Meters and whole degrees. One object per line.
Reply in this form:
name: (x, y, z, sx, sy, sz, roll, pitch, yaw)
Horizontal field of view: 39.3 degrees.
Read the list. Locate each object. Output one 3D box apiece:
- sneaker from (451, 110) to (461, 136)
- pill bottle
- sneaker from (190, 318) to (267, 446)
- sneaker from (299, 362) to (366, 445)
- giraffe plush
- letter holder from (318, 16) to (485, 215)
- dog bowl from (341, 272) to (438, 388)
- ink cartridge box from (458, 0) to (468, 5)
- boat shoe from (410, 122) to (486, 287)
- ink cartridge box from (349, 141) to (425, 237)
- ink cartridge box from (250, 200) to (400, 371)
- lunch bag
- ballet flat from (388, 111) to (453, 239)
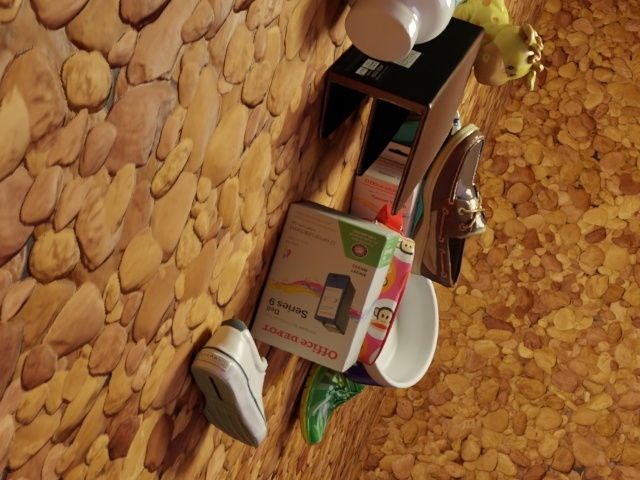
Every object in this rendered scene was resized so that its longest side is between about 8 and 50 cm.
sneaker: (0.256, -0.175, 2.019, 0.182, 0.128, 0.315, -31, 138, -66)
pill bottle: (0.124, -0.361, 1.175, 0.146, 0.146, 0.264, 86, 28, -60)
sneaker: (-0.104, 0.197, 1.204, 0.091, 0.094, 0.258, -57, 162, -29)
sneaker: (0.041, 0.291, 1.862, 0.109, 0.124, 0.295, 66, 47, -72)
giraffe plush: (0.290, -0.325, 1.505, 0.210, 0.170, 0.181, -47, 146, 17)
letter holder: (0.119, -0.205, 1.384, 0.302, 0.152, 0.214, -54, 162, -49)
dog bowl: (0.127, 0.161, 1.797, 0.265, 0.104, 0.264, 5, 84, -53)
ink cartridge box: (0.248, -0.411, 1.638, 0.171, 0.056, 0.235, -42, 171, 8)
boat shoe: (0.257, -0.053, 1.656, 0.123, 0.123, 0.341, -31, 145, -45)
ink cartridge box: (0.121, -0.084, 1.640, 0.198, 0.115, 0.067, 96, 19, -44)
ink cartridge box: (0.006, 0.065, 1.316, 0.093, 0.154, 0.212, -19, 128, -73)
lunch bag: (0.075, 0.061, 1.521, 0.293, 0.120, 0.258, -155, -94, -84)
ballet flat: (0.194, -0.166, 1.773, 0.482, 0.164, 0.182, 83, 11, -59)
